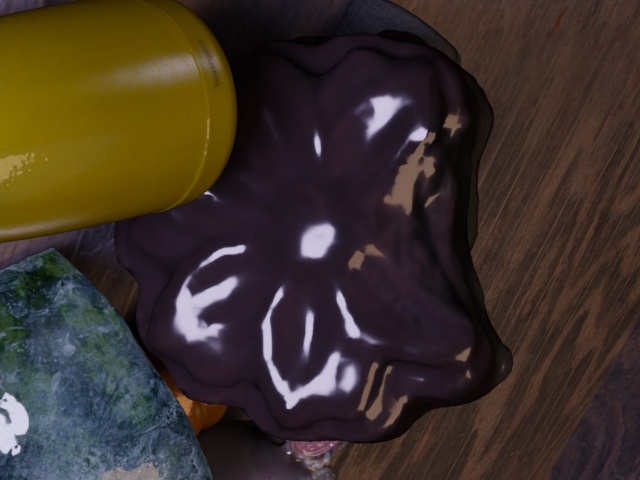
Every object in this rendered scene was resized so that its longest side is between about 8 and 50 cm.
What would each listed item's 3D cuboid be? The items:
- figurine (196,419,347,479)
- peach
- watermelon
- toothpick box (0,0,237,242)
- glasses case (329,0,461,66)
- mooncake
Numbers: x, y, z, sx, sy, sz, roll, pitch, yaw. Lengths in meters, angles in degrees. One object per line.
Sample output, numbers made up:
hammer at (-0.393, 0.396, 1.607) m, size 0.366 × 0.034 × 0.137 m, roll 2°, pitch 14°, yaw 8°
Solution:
figurine at (-0.068, 0.278, 1.725) m, size 0.253 × 0.211 × 0.361 m, roll 15°, pitch 108°, yaw -57°
peach at (-0.158, 0.152, 1.509) m, size 0.138 × 0.138 × 0.138 m, roll -40°, pitch 151°, yaw -27°
watermelon at (-0.266, 0.198, 1.320) m, size 0.289 × 0.213 × 0.320 m, roll -43°, pitch 109°, yaw -12°
toothpick box at (-0.210, -0.086, 1.071) m, size 0.271 × 0.175 × 0.175 m, roll -18°, pitch 138°, yaw -46°
glasses case at (0.010, -0.093, 1.479) m, size 0.323 × 0.131 × 0.074 m, roll -56°, pitch 155°, yaw 5°
mooncake at (0.000, 0.000, 1.313) m, size 0.350 × 0.381 × 0.212 m, roll -15°, pitch 176°, yaw 12°
